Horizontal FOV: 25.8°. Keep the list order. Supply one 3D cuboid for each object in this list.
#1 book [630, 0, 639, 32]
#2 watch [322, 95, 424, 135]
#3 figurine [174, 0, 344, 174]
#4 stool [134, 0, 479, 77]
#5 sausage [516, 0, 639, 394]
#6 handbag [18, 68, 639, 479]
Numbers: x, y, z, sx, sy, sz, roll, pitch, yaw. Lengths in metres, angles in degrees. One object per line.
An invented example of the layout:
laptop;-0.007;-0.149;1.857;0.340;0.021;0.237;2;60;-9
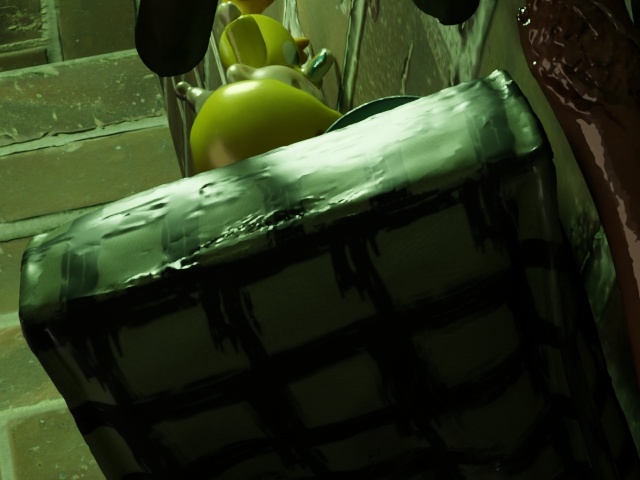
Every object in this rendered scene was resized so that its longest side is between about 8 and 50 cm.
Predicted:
book;0.206;-0.132;0.671;0.228;0.024;0.160;-123;21;-61
watch;0.078;0.003;1.041;0.237;0.195;0.068;52;-176;31
figurine;-0.051;-0.148;1.610;0.187;0.215;0.343;-40;35;26
stool;-0.027;-0.301;0.965;0.226;0.310;0.310;111;147;-78
sausage;0.180;-0.013;0.775;0.078;0.078;0.304;145;107;-78
handbag;0.020;0.097;0.891;0.162;0.325;0.327;-100;-11;-59
